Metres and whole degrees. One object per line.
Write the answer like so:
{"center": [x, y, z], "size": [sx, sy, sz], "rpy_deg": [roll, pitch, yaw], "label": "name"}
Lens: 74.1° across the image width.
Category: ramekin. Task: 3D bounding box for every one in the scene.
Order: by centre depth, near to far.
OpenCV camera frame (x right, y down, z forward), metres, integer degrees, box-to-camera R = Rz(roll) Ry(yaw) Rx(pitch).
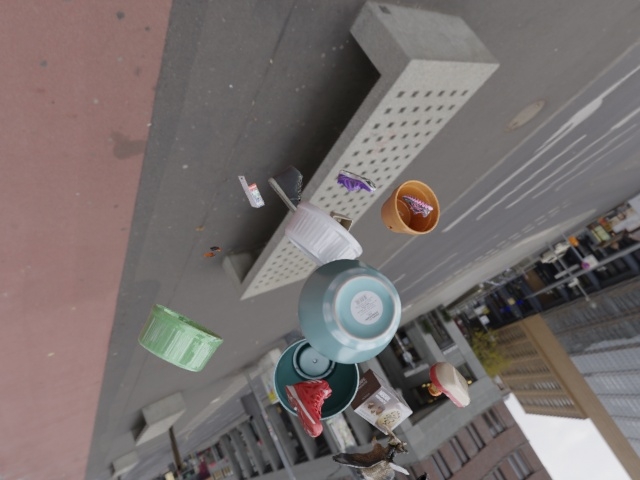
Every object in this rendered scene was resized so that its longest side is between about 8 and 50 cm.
{"center": [0.000, 0.000, 1.434], "size": [0.127, 0.273, 0.273], "rpy_deg": [-51, 164, -7], "label": "ramekin"}
{"center": [-0.544, 0.379, 1.639], "size": [0.148, 0.304, 0.303], "rpy_deg": [-62, 168, -13], "label": "ramekin"}

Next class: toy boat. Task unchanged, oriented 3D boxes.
{"center": [0.554, 0.651, 1.898], "size": [0.151, 0.231, 0.151], "rpy_deg": [-30, -153, 26], "label": "toy boat"}

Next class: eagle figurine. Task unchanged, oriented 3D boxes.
{"center": [0.236, 0.959, 1.862], "size": [0.298, 0.226, 0.225], "rpy_deg": [-39, 165, 6], "label": "eagle figurine"}

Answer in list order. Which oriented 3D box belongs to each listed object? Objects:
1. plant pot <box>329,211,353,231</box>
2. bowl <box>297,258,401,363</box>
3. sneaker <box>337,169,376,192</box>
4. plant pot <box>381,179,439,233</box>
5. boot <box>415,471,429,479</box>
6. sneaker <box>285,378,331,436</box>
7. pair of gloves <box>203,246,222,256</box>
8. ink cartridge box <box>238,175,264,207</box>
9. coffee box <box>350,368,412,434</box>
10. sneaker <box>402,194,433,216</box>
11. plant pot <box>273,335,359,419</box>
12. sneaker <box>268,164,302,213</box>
{"center": [0.086, -0.089, 2.174], "size": [0.109, 0.096, 0.109], "rpy_deg": [12, 116, -22], "label": "plant pot"}
{"center": [0.100, 0.193, 1.196], "size": [0.312, 0.311, 0.163], "rpy_deg": [-24, 174, -15], "label": "bowl"}
{"center": [0.135, -0.210, 1.594], "size": [0.068, 0.170, 0.071], "rpy_deg": [0, 112, -51], "label": "sneaker"}
{"center": [0.467, -0.158, 2.301], "size": [0.291, 0.290, 0.203], "rpy_deg": [-19, 178, -28], "label": "plant pot"}
{"center": [0.421, 1.170, 1.862], "size": [0.091, 0.229, 0.263], "rpy_deg": [12, -126, 49], "label": "boot"}
{"center": [-0.013, 0.469, 1.242], "size": [0.128, 0.086, 0.221], "rpy_deg": [-19, -157, -19], "label": "sneaker"}
{"center": [-0.558, 0.058, 2.197], "size": [0.074, 0.010, 0.083], "rpy_deg": [4, -141, 27], "label": "pair of gloves"}
{"center": [-0.228, -0.166, 1.399], "size": [0.029, 0.115, 0.063], "rpy_deg": [-30, -160, -21], "label": "ink cartridge box"}
{"center": [0.266, 0.741, 1.943], "size": [0.168, 0.119, 0.297], "rpy_deg": [-41, 123, 2], "label": "coffee box"}
{"center": [0.352, -0.126, 1.573], "size": [0.057, 0.119, 0.047], "rpy_deg": [-66, 166, 22], "label": "sneaker"}
{"center": [-0.018, 0.463, 1.540], "size": [0.293, 0.293, 0.196], "rpy_deg": [-29, -174, 1], "label": "plant pot"}
{"center": [-0.090, -0.185, 1.643], "size": [0.118, 0.222, 0.083], "rpy_deg": [-38, 178, -9], "label": "sneaker"}
